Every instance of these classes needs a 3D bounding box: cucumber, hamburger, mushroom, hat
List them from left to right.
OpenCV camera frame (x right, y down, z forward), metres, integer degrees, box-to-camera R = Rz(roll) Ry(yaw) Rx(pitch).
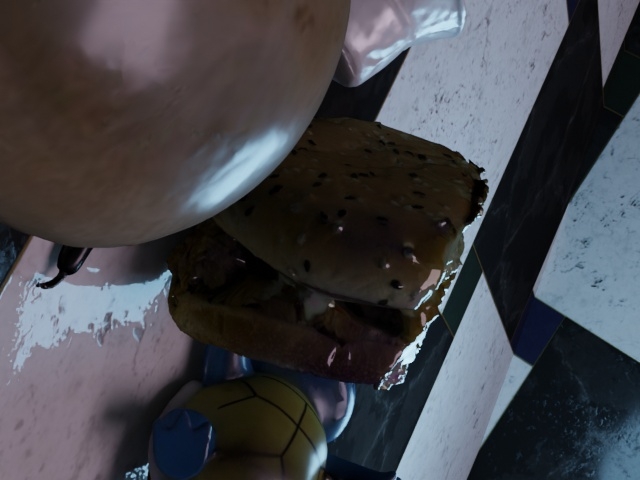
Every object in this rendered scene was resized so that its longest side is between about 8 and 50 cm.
[{"bbox_3d":[-0.154,-0.170,0.575,0.362,0.295,0.362,25,59,-52],"label":"mushroom"},{"bbox_3d":[-0.182,-0.031,0.855,0.043,0.039,0.163,26,81,-46],"label":"cucumber"},{"bbox_3d":[0.000,0.000,0.983,0.318,0.277,0.195,-66,171,-67],"label":"hamburger"},{"bbox_3d":[0.035,-0.234,1.036,0.126,0.203,0.203,-45,151,-12],"label":"hat"}]

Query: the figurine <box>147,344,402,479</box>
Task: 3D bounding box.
[{"bbox_3d":[-0.071,0.242,1.092,0.416,0.298,0.243,-49,-177,-36],"label":"figurine"}]
